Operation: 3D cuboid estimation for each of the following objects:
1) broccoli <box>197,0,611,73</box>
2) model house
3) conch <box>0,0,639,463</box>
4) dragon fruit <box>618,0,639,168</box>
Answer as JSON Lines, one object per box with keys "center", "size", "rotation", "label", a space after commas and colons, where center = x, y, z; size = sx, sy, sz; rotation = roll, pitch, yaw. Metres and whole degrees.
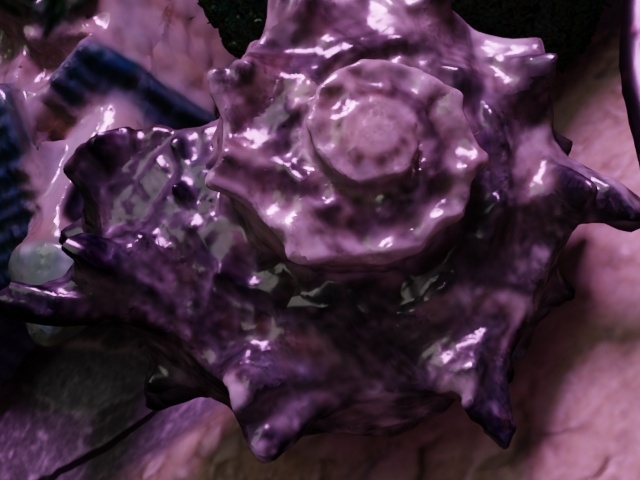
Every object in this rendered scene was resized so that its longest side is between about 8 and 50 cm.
{"center": [0.054, -0.215, 0.823], "size": [0.298, 0.297, 0.297], "rotation": [-34, 2, 17], "label": "broccoli"}
{"center": [-0.222, -0.038, 0.918], "size": [0.298, 0.243, 0.284], "rotation": [-16, 54, 48], "label": "model house"}
{"center": [-0.002, -0.012, 0.696], "size": [0.313, 0.240, 0.186], "rotation": [-17, 13, 17], "label": "conch"}
{"center": [0.263, -0.087, 0.621], "size": [0.282, 0.100, 0.343], "rotation": [-53, 37, -3], "label": "dragon fruit"}
